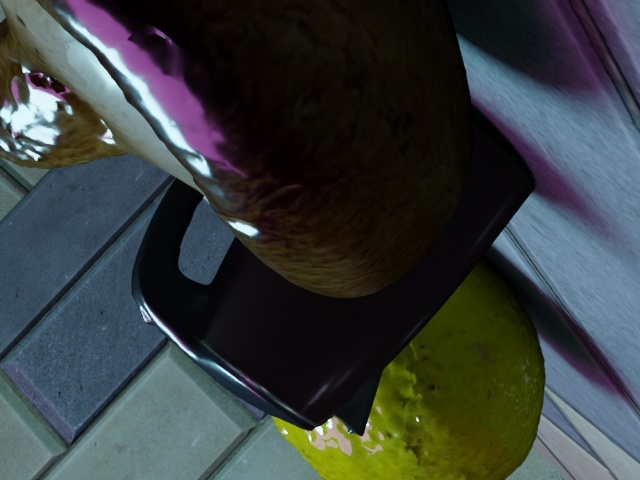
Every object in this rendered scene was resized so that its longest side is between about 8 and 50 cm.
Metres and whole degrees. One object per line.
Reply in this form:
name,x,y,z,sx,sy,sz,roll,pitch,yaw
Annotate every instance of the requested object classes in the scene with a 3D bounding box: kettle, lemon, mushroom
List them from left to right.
mushroom,-0.062,-0.127,0.843,0.345,0.239,0.345,22,180,0
kettle,0.000,0.000,1.127,0.202,0.232,0.144,37,175,-7
lemon,0.084,0.123,1.621,0.268,0.268,0.322,41,178,32

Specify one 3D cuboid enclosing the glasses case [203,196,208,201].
glasses case,-0.157,-0.181,1.566,0.336,0.144,0.076,43,176,-14
